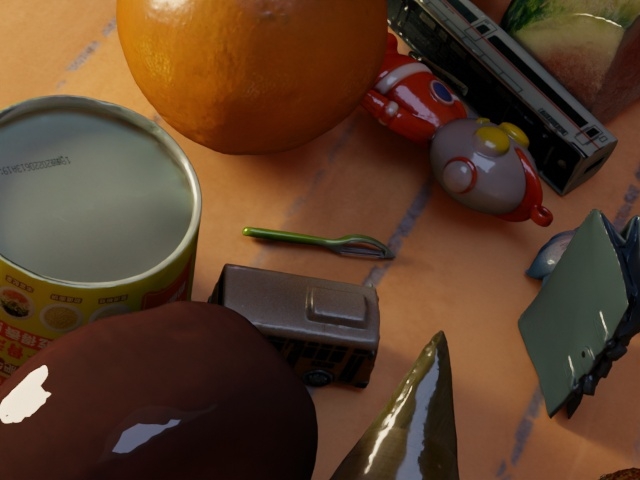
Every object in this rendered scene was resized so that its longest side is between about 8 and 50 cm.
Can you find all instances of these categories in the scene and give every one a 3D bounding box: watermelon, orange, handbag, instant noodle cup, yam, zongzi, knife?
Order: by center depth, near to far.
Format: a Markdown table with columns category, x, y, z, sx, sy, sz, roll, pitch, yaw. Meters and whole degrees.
| category | x | y | z | sx | sy | sz | roll | pitch | yaw |
| --- | --- | --- | --- | --- | --- | --- | --- | --- | --- |
| zongzi | 0.116 | 0.303 | 1.230 | 0.323 | 0.160 | 0.360 | 34 | 90 | 16 |
| instant noodle cup | -0.247 | 0.017 | 1.405 | 0.311 | 0.221 | 0.311 | 9 | 52 | -12 |
| handbag | 0.289 | 0.082 | 1.541 | 0.057 | 0.221 | 0.144 | 7 | 50 | -16 |
| orange | -0.077 | -0.246 | 1.616 | 0.312 | 0.312 | 0.312 | 10 | 51 | -12 |
| knife | 0.000 | 0.000 | 1.635 | 0.184 | 0.022 | 0.026 | 7 | 77 | -15 |
| yam | 0.151 | -0.218 | 1.844 | 0.014 | 0.014 | 0.107 | -26 | 50 | -33 |
| watermelon | 0.358 | -0.273 | 1.876 | 0.193 | 0.232 | 0.310 | -30 | 23 | -32 |

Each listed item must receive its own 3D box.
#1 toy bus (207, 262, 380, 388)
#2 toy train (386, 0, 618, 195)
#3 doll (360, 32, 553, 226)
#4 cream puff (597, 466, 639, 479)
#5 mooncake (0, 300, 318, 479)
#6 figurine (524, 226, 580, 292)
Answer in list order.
| category | x | y | z | sx | sy | sz | roll | pitch | yaw |
| --- | --- | --- | --- | --- | --- | --- | --- | --- | --- |
| toy bus | -0.024 | 0.089 | 1.503 | 0.182 | 0.103 | 0.091 | 10 | 52 | -12 |
| toy train | 0.209 | -0.234 | 1.843 | 0.088 | 0.086 | 0.407 | -32 | 69 | -30 |
| doll | 0.157 | -0.133 | 1.731 | 0.336 | 0.105 | 0.199 | 47 | 29 | 20 |
| cream puff | 0.340 | 0.299 | 1.480 | 0.149 | 0.084 | 0.149 | 9 | 50 | -11 |
| mooncake | -0.159 | 0.205 | 1.272 | 0.326 | 0.334 | 0.174 | -46 | 59 | -4 |
| figurine | 0.294 | 0.032 | 1.687 | 0.114 | 0.079 | 0.114 | -9 | 63 | 18 |
